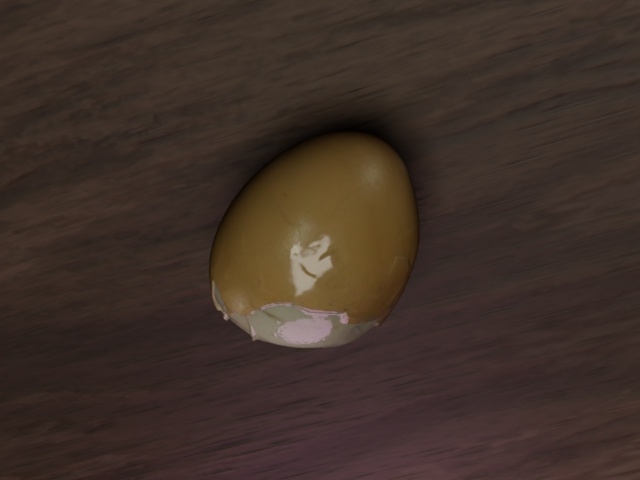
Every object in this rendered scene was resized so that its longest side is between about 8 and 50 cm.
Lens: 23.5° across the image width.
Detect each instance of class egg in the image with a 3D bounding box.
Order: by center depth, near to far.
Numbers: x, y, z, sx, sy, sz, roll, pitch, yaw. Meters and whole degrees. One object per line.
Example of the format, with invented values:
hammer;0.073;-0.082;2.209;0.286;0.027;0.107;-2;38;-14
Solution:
egg;0.000;0.000;1.579;0.201;0.201;0.244;28;105;-4
